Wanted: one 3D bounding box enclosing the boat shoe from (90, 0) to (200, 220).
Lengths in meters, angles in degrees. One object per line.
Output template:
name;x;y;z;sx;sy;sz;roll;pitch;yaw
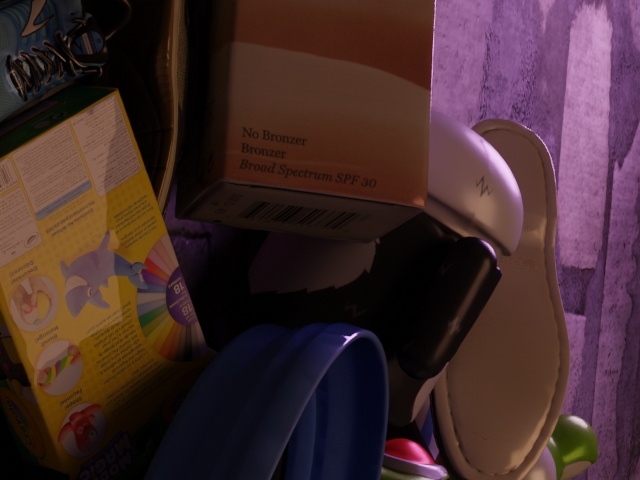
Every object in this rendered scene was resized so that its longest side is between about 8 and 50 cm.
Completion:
boat shoe;-0.113;-0.085;1.140;0.073;0.080;0.223;21;71;-62

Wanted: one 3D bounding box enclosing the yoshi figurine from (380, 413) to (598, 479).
yoshi figurine;0.116;0.266;1.461;0.362;0.203;0.203;-20;124;-36

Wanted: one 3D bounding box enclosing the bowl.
bowl;-0.054;0.236;1.113;0.391;0.077;0.391;15;90;-76

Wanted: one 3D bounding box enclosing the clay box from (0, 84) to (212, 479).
clay box;-0.144;0.035;1.031;0.127;0.053;0.222;-36;121;-36

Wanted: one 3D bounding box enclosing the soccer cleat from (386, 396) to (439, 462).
soccer cleat;0.055;0.114;1.599;0.143;0.116;0.331;-90;177;-75

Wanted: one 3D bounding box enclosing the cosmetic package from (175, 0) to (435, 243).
cosmetic package;-0.007;-0.159;1.204;0.129;0.153;0.296;146;-53;-68

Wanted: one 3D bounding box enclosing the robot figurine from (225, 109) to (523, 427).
robot figurine;0.035;0.029;1.332;0.278;0.209;0.173;-58;160;-3

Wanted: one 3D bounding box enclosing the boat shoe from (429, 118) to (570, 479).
boat shoe;0.135;0.060;1.454;0.097;0.117;0.324;130;-33;-60

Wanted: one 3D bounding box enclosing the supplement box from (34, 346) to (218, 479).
supplement box;-0.132;0.178;1.157;0.130;0.073;0.239;41;56;-63

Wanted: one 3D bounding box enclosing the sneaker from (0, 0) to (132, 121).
sneaker;-0.163;-0.115;1.016;0.162;0.073;0.063;-58;146;-48
